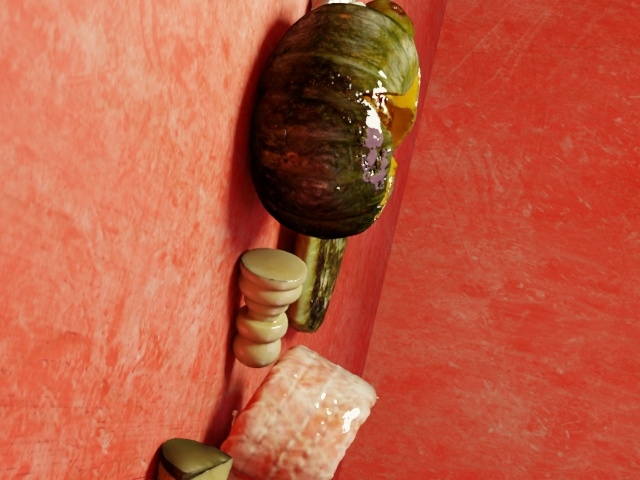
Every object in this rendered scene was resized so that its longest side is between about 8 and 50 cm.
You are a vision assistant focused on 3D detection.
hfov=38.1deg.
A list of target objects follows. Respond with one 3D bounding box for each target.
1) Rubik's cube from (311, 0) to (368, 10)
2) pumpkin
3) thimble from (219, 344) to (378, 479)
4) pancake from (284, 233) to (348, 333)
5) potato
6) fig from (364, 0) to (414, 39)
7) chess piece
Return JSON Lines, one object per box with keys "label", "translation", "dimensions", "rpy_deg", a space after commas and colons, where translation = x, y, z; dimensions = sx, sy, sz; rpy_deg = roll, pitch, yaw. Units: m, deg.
{"label": "Rubik's cube", "translation": [0.019, -0.342, 1.370], "dimensions": [0.073, 0.075, 0.084], "rpy_deg": [37, 55, -29]}
{"label": "pumpkin", "translation": [0.021, -0.159, 1.239], "dimensions": [0.320, 0.192, 0.320], "rpy_deg": [14, 90, -81]}
{"label": "thimble", "translation": [-0.042, 0.280, 1.354], "dimensions": [0.239, 0.162, 0.239], "rpy_deg": [-55, 174, -9]}
{"label": "pancake", "translation": [-0.002, 0.005, 1.633], "dimensions": [0.427, 0.067, 0.304], "rpy_deg": [76, 31, -72]}
{"label": "potato", "translation": [-0.166, 0.296, 1.104], "dimensions": [0.096, 0.066, 0.103], "rpy_deg": [5, 108, -57]}
{"label": "fig", "translation": [0.083, -0.342, 1.730], "dimensions": [0.236, 0.124, 0.124], "rpy_deg": [-53, -169, 44]}
{"label": "chess piece", "translation": [-0.083, 0.102, 1.307], "dimensions": [0.094, 0.094, 0.170], "rpy_deg": [-60, 168, -61]}
